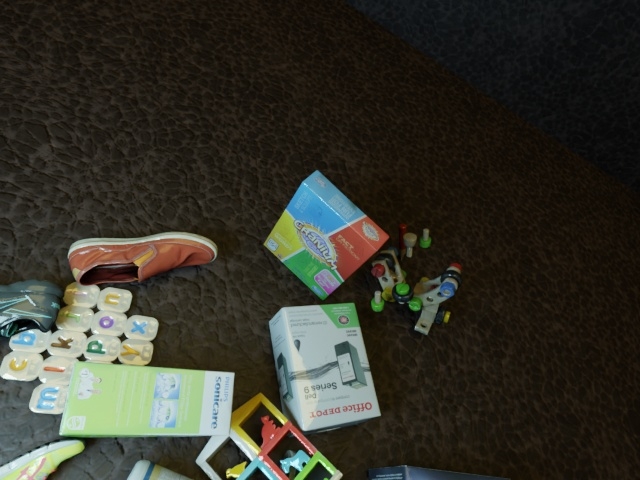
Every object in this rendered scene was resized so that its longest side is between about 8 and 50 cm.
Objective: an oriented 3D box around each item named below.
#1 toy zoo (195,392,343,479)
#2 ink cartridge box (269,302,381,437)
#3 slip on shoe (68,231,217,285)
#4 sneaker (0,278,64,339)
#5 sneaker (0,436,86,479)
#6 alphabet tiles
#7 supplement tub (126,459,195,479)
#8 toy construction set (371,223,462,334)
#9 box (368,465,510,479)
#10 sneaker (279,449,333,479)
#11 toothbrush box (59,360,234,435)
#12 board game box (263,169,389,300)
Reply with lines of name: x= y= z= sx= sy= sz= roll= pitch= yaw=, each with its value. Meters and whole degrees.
toy zoo: x=-0.124 y=0.463 z=0.941 sx=0.293 sy=0.030 sz=0.192 roll=37 pitch=67 yaw=24
ink cartridge box: x=0.006 y=0.315 z=1.111 sx=0.211 sy=0.121 sz=0.289 roll=0 pitch=62 yaw=-26
slip on shoe: x=-0.411 y=0.050 z=1.060 sx=0.332 sy=0.123 sz=0.101 roll=-4 pitch=55 yaw=-22
sneaker: x=-0.663 y=0.138 z=0.884 sx=0.268 sy=0.101 sz=0.106 roll=-2 pitch=62 yaw=-15
sneaker: x=-0.531 y=0.434 z=0.809 sx=0.209 sy=0.081 sz=0.094 roll=-22 pitch=80 yaw=-28
alphabet tiles: x=-0.510 y=0.230 z=0.970 sx=0.278 sy=0.021 sz=0.284 roll=12 pitch=57 yaw=-20
supplement tub: x=-0.284 y=0.517 z=0.833 sx=0.200 sy=0.144 sz=0.144 roll=29 pitch=53 yaw=-9
toy construction set: x=0.278 y=0.132 z=1.346 sx=0.258 sy=0.237 sz=0.308 roll=-3 pitch=40 yaw=5
box: x=0.274 y=0.679 z=0.992 sx=0.297 sy=0.182 sz=0.293 roll=15 pitch=58 yaw=-18
sneaker: x=-0.037 y=0.580 z=0.958 sx=0.118 sy=0.083 sz=0.222 roll=23 pitch=56 yaw=-17
toothbrush box: x=-0.337 y=0.316 z=0.867 sx=0.283 sy=0.206 sz=0.122 roll=11 pitch=64 yaw=-27
board game box: x=0.000 y=0.000 z=1.174 sx=0.242 sy=0.316 sz=0.064 roll=43 pitch=52 yaw=3
